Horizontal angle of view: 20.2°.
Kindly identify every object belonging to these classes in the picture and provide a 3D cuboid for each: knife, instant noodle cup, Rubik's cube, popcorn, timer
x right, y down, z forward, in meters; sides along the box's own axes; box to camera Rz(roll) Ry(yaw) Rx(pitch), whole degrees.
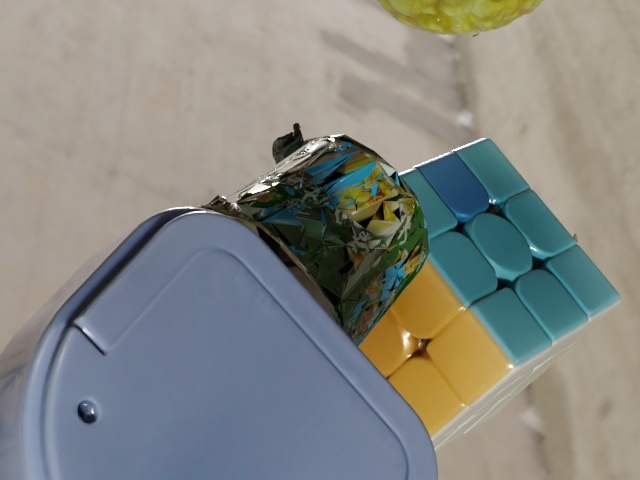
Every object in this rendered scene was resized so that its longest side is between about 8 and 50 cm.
[{"bbox_3d":[0.000,0.001,2.096,0.026,0.044,0.297,-89,-18,-66],"label":"knife"},{"bbox_3d":[-0.008,0.012,1.868,0.240,0.240,0.178,39,-124,15],"label":"instant noodle cup"},{"bbox_3d":[0.148,0.084,2.307,0.290,0.291,0.292,-22,-108,-50],"label":"Rubik's cube"},{"bbox_3d":[0.174,-0.386,2.285,0.282,0.282,0.247,30,-174,-5],"label":"popcorn"},{"bbox_3d":[-0.118,0.199,1.502,0.395,0.173,0.395,12,-111,-32],"label":"timer"}]
